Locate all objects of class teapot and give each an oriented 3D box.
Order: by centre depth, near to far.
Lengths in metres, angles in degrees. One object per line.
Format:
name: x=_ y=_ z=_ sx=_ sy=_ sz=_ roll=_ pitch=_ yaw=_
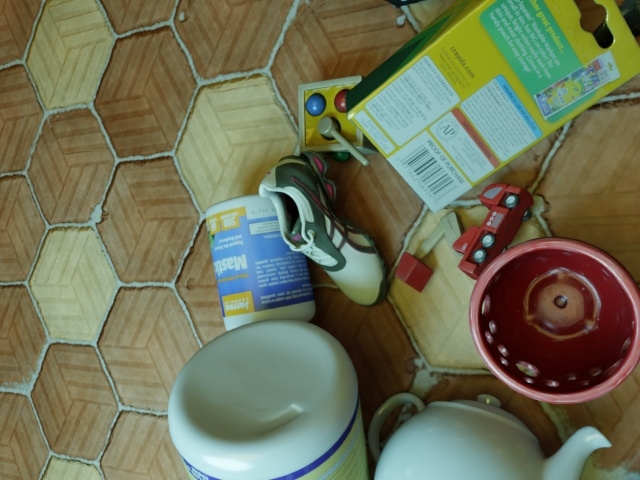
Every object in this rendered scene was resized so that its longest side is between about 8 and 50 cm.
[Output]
teapot: x=0.200 y=0.298 z=0.751 sx=0.255 sy=0.253 sz=0.187 roll=21 pitch=62 yaw=5

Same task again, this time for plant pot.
plant pot: x=0.298 y=0.090 z=0.702 sx=0.190 sy=0.174 sz=0.191 roll=0 pitch=91 yaw=26

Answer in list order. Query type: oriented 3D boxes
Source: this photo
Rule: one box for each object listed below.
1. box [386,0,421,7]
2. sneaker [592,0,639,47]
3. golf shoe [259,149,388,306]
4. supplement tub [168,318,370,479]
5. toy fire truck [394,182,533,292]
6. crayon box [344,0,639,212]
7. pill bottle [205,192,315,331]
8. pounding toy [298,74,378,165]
box: x=0.153 y=-0.392 z=0.680 sx=0.321 sy=0.257 sz=0.080 roll=6 pitch=95 yaw=43
sneaker: x=0.427 y=-0.284 z=0.699 sx=0.089 sy=0.051 sz=0.170 roll=46 pitch=117 yaw=9
golf shoe: x=0.000 y=0.000 z=0.850 sx=0.105 sy=0.120 sz=0.273 roll=-25 pitch=101 yaw=43
supplement tub: x=-0.053 y=0.303 z=0.767 sx=0.240 sy=0.241 sz=0.332 roll=9 pitch=126 yaw=26
toy fire truck: x=0.205 y=-0.002 z=0.805 sx=0.135 sy=0.047 sz=0.192 roll=27 pitch=86 yaw=52
crayon box: x=0.219 y=-0.208 z=0.729 sx=0.322 sy=0.083 sz=0.203 roll=-35 pitch=118 yaw=23
pill bottle: x=-0.092 y=0.069 z=0.907 sx=0.152 sy=0.152 sz=0.272 roll=-14 pitch=84 yaw=26
pounding toy: x=0.032 y=-0.179 z=0.871 sx=0.130 sy=0.100 sz=0.141 roll=-1 pitch=90 yaw=27
